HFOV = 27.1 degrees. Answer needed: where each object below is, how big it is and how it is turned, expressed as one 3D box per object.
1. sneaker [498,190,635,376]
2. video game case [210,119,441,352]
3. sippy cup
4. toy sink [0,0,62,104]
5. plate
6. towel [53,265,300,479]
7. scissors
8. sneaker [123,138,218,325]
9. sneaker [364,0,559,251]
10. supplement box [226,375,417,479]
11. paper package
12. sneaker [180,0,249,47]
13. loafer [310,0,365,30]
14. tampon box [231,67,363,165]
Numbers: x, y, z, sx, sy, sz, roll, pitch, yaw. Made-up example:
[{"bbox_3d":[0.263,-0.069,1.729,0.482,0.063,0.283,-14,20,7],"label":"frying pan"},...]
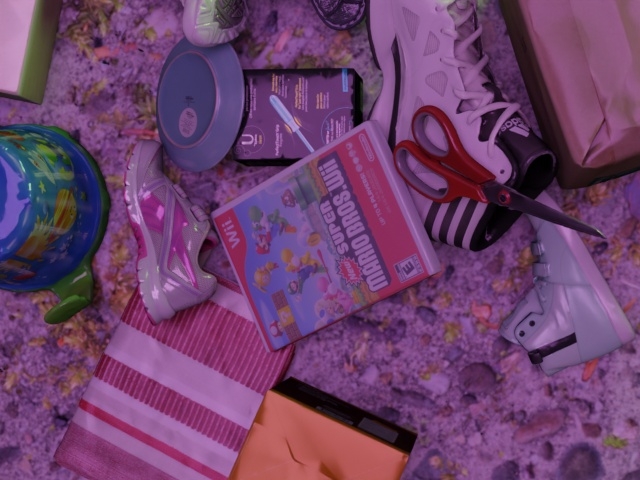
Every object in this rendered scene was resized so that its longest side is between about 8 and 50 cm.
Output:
[{"bbox_3d":[0.275,0.049,1.700,0.151,0.094,0.256,-30,84,9],"label":"sneaker"},{"bbox_3d":[0.000,0.000,1.674,0.285,0.025,0.204,-28,81,35],"label":"video game case"},{"bbox_3d":[-0.416,-0.046,1.726,0.305,0.224,0.240,20,92,7],"label":"sippy cup"},{"bbox_3d":[-0.485,-0.283,1.786,0.234,0.131,0.153,11,90,3],"label":"toy sink"},{"bbox_3d":[-0.167,-0.183,1.740,0.188,0.024,0.188,-2,87,46],"label":"plate"},{"bbox_3d":[-0.188,0.202,1.787,0.237,0.037,0.329,26,91,9],"label":"towel"},{"bbox_3d":[0.195,-0.048,1.504,0.297,0.021,0.109,39,129,30],"label":"scissors"},{"bbox_3d":[-0.193,-0.016,1.751,0.111,0.103,0.252,-10,75,-4],"label":"sneaker"},{"bbox_3d":[0.191,-0.198,1.592,0.257,0.169,0.448,23,119,39],"label":"sneaker"},{"bbox_3d":[0.007,0.275,1.678,0.191,0.194,0.129,24,92,7],"label":"supplement box"},{"bbox_3d":[0.326,-0.232,1.581,0.168,0.325,0.310,-16,86,6],"label":"paper package"},{"bbox_3d":[-0.154,-0.325,1.734,0.115,0.232,0.090,-12,131,23],"label":"sneaker"},{"bbox_3d":[0.016,-0.407,1.752,0.096,0.084,0.268,-13,91,12],"label":"loafer"},{"bbox_3d":[-0.029,-0.160,1.738,0.160,0.101,0.121,1,88,8],"label":"tampon box"}]
